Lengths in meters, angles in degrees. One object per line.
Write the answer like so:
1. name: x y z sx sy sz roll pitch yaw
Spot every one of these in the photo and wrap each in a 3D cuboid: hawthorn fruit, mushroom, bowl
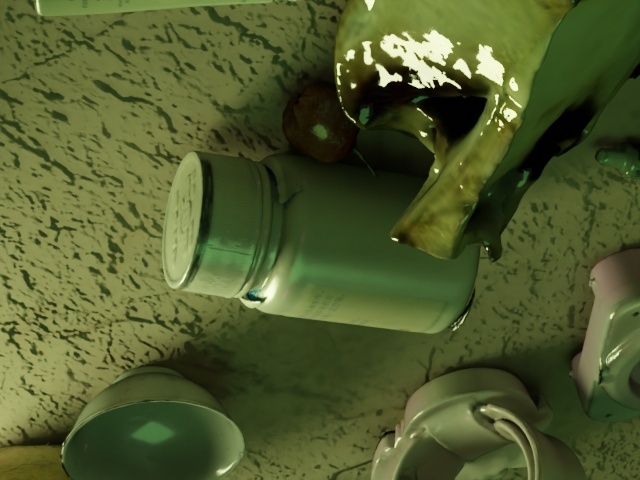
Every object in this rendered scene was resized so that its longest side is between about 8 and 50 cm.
1. hawthorn fruit: 0.016 -0.091 1.268 0.103 0.066 0.067 33 126 -20
2. mushroom: 0.145 -0.149 1.197 0.217 0.212 0.292 -36 146 -43
3. bowl: -0.177 0.187 1.556 0.189 0.086 0.189 -6 139 -5

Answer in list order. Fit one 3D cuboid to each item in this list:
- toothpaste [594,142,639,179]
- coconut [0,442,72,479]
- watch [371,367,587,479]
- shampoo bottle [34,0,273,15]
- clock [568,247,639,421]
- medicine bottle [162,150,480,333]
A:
1. toothpaste: 0.347 -0.066 1.397 0.204 0.031 0.049 6 140 -21
2. coconut: -0.323 0.310 1.606 0.194 0.194 0.194 -5 140 -5
3. watch: 0.169 0.288 1.632 0.244 0.231 0.196 -34 137 23
4. shampoo bottle: -0.109 -0.204 1.128 0.212 0.049 0.072 -4 136 -7
5. clock: 0.394 0.097 1.558 0.248 0.090 0.227 -7 141 -6
6. medicine bottle: 0.000 0.000 1.320 0.258 0.143 0.143 8 138 -21
